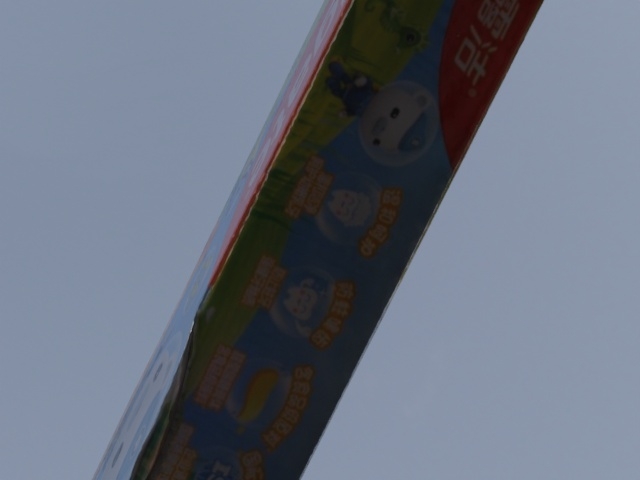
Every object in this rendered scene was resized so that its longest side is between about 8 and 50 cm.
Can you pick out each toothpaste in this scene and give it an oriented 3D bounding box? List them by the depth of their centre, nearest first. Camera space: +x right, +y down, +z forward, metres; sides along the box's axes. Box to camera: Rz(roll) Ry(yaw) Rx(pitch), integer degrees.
[{"bbox_3d":[0.000,0.000,0.342,0.044,0.070,0.193,25,-83,-11],"label":"toothpaste"}]
